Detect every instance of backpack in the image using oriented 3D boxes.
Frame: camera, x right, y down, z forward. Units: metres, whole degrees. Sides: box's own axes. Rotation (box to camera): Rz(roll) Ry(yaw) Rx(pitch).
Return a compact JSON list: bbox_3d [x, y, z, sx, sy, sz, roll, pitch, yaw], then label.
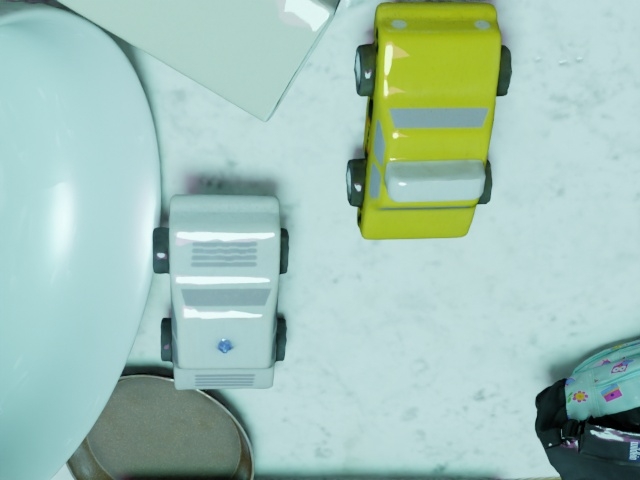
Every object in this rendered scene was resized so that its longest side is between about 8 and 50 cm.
[{"bbox_3d":[0.264,0.134,0.860,0.182,0.115,0.152,-23,125,19],"label":"backpack"}]

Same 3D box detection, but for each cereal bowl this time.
[{"bbox_3d":[-0.247,0.008,0.750,0.141,0.339,0.339,13,122,19],"label":"cereal bowl"}]

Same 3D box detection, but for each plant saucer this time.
[{"bbox_3d":[-0.137,0.176,0.993,0.168,0.029,0.168,4,121,7],"label":"plant saucer"}]

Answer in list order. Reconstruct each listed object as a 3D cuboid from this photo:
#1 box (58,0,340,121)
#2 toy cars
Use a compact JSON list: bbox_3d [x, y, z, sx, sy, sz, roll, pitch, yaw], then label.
[{"bbox_3d":[-0.121,-0.196,0.733,0.275,0.113,0.094,31,120,-8],"label":"box"},{"bbox_3d":[0.000,0.000,0.819,0.176,0.087,0.393,34,120,-29],"label":"toy cars"}]
